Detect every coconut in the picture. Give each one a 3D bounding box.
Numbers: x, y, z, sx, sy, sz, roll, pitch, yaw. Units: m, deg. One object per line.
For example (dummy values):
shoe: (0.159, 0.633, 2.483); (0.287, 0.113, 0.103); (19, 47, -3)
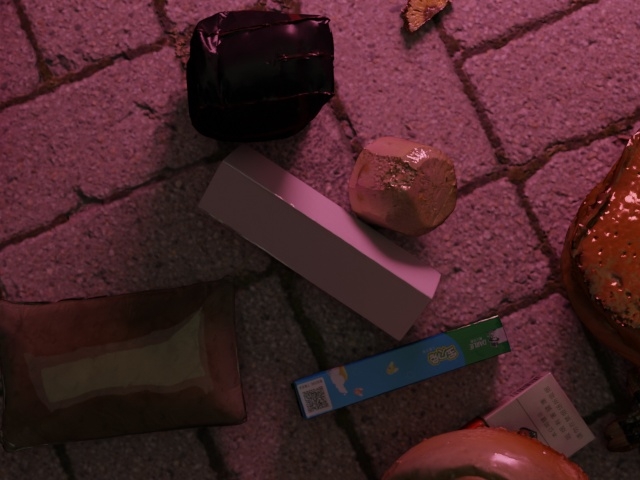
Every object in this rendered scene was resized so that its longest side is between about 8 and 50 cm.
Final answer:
coconut: (0.097, -0.070, 1.152); (0.116, 0.122, 0.116); (-10, 107, -36)

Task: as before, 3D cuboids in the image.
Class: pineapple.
pineapple: (0.135, -0.311, 1.231); (0.083, 0.019, 0.045); (-42, 93, -8)

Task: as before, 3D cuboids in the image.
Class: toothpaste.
toothpaste: (0.097, 0.156, 1.147); (0.267, 0.065, 0.050); (-18, 81, -5)

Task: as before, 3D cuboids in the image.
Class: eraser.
eraser: (0.000, 0.000, 1.140); (0.298, 0.078, 0.076); (33, 116, 2)

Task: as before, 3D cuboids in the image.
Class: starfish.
starfish: (0.445, 0.209, 1.160); (0.146, 0.074, 0.189); (23, 80, 6)

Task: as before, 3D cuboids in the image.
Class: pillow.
pillow: (-0.246, 0.147, 1.122); (0.303, 0.075, 0.184); (-6, 82, -5)

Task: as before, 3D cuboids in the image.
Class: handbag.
handbag: (-0.072, -0.195, 1.108); (0.170, 0.215, 0.155); (-3, 91, -9)

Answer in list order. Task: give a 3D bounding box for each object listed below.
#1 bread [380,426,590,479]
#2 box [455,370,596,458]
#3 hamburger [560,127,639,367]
bread: (0.194, 0.343, 1.045); (0.306, 0.159, 0.305); (11, 114, 27)
box: (0.248, 0.245, 1.153); (0.152, 0.048, 0.100); (-34, 85, -8)
hamburger: (0.451, 0.011, 1.118); (0.284, 0.174, 0.304); (34, 71, 15)
